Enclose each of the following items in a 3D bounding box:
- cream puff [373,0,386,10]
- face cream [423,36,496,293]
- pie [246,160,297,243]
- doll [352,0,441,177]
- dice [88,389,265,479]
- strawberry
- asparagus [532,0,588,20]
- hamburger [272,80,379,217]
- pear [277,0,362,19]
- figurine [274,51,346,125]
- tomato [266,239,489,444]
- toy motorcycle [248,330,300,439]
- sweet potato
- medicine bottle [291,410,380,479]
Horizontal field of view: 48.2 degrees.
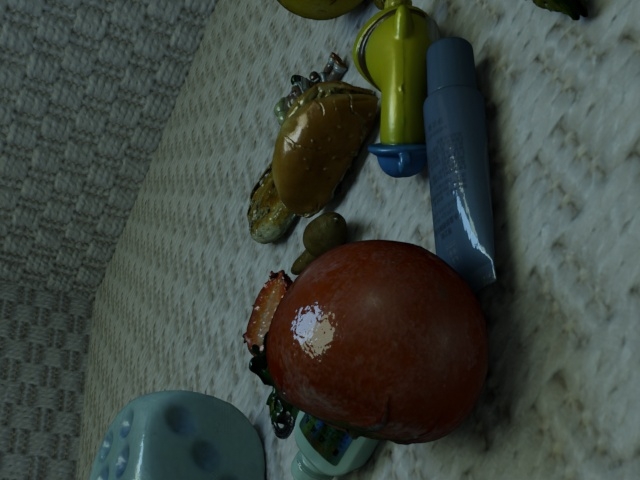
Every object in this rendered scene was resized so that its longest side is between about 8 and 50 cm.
[{"bbox_3d":[0.127,-0.485,1.375,0.083,0.058,0.083,-67,23,18],"label":"cream puff"},{"bbox_3d":[0.188,-0.104,0.979,0.135,0.086,0.385,130,144,-61],"label":"face cream"},{"bbox_3d":[-0.090,-0.121,1.623,0.274,0.055,0.274,-46,32,40],"label":"pie"},{"bbox_3d":[0.123,-0.264,1.128,0.199,0.145,0.363,75,-167,-63],"label":"doll"},{"bbox_3d":[-0.280,0.465,1.372,0.264,0.263,0.268,-45,33,35],"label":"dice"},{"bbox_3d":[-0.080,0.153,1.412,0.121,0.082,0.188,-16,49,40],"label":"strawberry"},{"bbox_3d":[0.269,-0.427,0.968,0.108,0.128,0.381,75,-167,-59],"label":"asparagus"},{"bbox_3d":[-0.011,-0.176,1.361,0.283,0.157,0.144,-61,27,22],"label":"hamburger"},{"bbox_3d":[-0.004,-0.595,1.478,0.281,0.281,0.280,-44,37,48],"label":"pear"},{"bbox_3d":[-0.026,-0.322,1.562,0.197,0.094,0.147,-56,40,32],"label":"figurine"},{"bbox_3d":[0.071,0.118,0.866,0.265,0.265,0.265,-44,37,48],"label":"tomato"},{"bbox_3d":[-0.026,0.203,1.207,0.274,0.125,0.187,-49,43,39],"label":"toy motorcycle"},{"bbox_3d":[0.000,0.000,1.335,0.269,0.075,0.074,128,150,-60],"label":"sweet potato"},{"bbox_3d":[0.029,0.271,1.060,0.121,0.083,0.229,42,116,31],"label":"medicine bottle"}]
